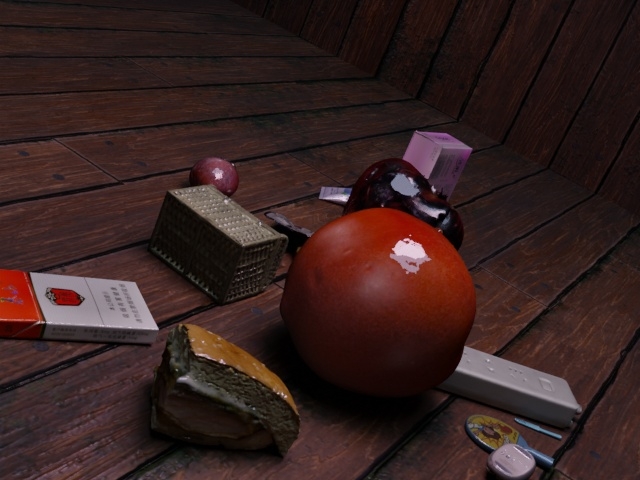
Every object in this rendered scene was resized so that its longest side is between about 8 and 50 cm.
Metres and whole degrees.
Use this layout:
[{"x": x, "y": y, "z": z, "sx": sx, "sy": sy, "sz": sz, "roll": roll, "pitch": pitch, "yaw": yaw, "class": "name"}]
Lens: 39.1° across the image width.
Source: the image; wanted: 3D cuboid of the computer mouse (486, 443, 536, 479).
[{"x": 0.296, "y": 0.355, "z": 1.409, "sx": 0.066, "sy": 0.039, "sz": 0.096, "roll": 36, "pitch": 33, "yaw": 30, "class": "computer mouse"}]

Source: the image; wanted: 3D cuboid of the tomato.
[{"x": 0.090, "y": 0.104, "z": 1.464, "sx": 0.322, "sy": 0.321, "sz": 0.321, "roll": 20, "pitch": 22, "yaw": -9, "class": "tomato"}]

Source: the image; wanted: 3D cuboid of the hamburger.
[{"x": -0.119, "y": 0.198, "z": 1.236, "sx": 0.208, "sy": 0.135, "sz": 0.155, "roll": 19, "pitch": 24, "yaw": -15, "class": "hamburger"}]

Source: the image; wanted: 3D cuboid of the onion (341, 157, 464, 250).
[{"x": 0.184, "y": -0.045, "z": 1.985, "sx": 0.281, "sy": 0.221, "sz": 0.280, "roll": 8, "pitch": 53, "yaw": -10, "class": "onion"}]

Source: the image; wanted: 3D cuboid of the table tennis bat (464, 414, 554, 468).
[{"x": 0.312, "y": 0.336, "z": 1.495, "sx": 0.155, "sy": 0.019, "sz": 0.100, "roll": 26, "pitch": 21, "yaw": 13, "class": "table tennis bat"}]

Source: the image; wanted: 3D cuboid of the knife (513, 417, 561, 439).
[{"x": 0.383, "y": 0.331, "z": 1.588, "sx": 0.091, "sy": 0.005, "sz": 0.014, "roll": 21, "pitch": 23, "yaw": -3, "class": "knife"}]

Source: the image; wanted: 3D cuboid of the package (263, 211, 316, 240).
[{"x": 0.000, "y": 0.000, "z": 1.867, "sx": 0.239, "sy": 0.030, "sz": 0.154, "roll": 26, "pitch": 0, "yaw": 11, "class": "package"}]

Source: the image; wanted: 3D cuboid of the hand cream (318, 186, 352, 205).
[{"x": 0.069, "y": -0.108, "z": 2.228, "sx": 0.142, "sy": 0.053, "sz": 0.084, "roll": 13, "pitch": 23, "yaw": 1, "class": "hand cream"}]

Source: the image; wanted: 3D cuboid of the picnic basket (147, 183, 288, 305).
[{"x": -0.180, "y": 0.001, "z": 1.624, "sx": 0.196, "sy": 0.134, "sz": 0.154, "roll": 34, "pitch": 28, "yaw": 25, "class": "picnic basket"}]

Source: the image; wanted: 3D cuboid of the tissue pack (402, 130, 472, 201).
[{"x": 0.254, "y": -0.137, "z": 2.203, "sx": 0.092, "sy": 0.246, "sz": 0.149, "roll": 36, "pitch": 24, "yaw": 32, "class": "tissue pack"}]

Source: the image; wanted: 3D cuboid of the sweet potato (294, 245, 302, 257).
[{"x": 0.050, "y": 0.078, "z": 1.756, "sx": 0.075, "sy": 0.075, "sz": 0.273, "roll": -1, "pitch": 30, "yaw": -45, "class": "sweet potato"}]

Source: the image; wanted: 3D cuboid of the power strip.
[{"x": 0.330, "y": 0.259, "z": 1.630, "sx": 0.338, "sy": 0.058, "sz": 0.098, "roll": 19, "pitch": 22, "yaw": -10, "class": "power strip"}]

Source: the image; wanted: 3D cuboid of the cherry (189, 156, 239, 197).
[{"x": -0.231, "y": -0.144, "z": 1.970, "sx": 0.107, "sy": 0.090, "sz": 0.225, "roll": 4, "pitch": 15, "yaw": -6, "class": "cherry"}]

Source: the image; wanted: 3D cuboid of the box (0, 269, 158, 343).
[{"x": -0.375, "y": 0.099, "z": 1.341, "sx": 0.245, "sy": 0.035, "sz": 0.139, "roll": 9, "pitch": 26, "yaw": -32, "class": "box"}]
